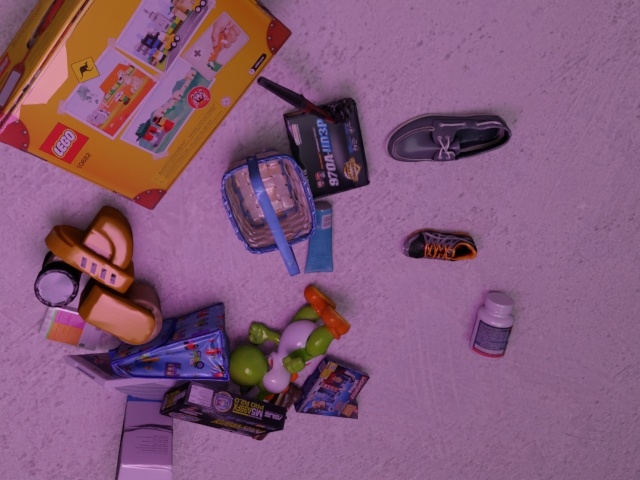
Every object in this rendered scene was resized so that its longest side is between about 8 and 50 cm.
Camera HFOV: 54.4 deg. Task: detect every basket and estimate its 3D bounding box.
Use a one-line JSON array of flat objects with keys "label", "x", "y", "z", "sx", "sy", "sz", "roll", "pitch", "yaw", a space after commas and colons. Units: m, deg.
[{"label": "basket", "x": -0.117, "y": -0.082, "z": 1.435, "sx": 0.201, "sy": 0.289, "sz": 0.254, "roll": -18, "pitch": 120, "yaw": 2}]

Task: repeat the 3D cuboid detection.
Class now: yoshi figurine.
[{"label": "yoshi figurine", "x": -0.110, "y": 0.286, "z": 1.660, "sx": 0.203, "sy": 0.203, "sz": 0.362, "roll": 44, "pitch": 94, "yaw": 6}]

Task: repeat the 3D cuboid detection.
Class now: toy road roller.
[{"label": "toy road roller", "x": -0.493, "y": 0.071, "z": 1.481, "sx": 0.329, "sy": 0.202, "sz": 0.240, "roll": 35, "pitch": 92, "yaw": -22}]

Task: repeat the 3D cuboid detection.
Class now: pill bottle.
[{"label": "pill bottle", "x": 0.507, "y": 0.250, "z": 1.829, "sx": 0.108, "sy": 0.108, "sz": 0.180, "roll": 2, "pitch": 114, "yaw": -13}]

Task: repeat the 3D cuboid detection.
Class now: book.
[{"label": "book", "x": -0.639, "y": 0.223, "z": 1.608, "sx": 0.144, "sy": 0.035, "sz": 0.096, "roll": 21, "pitch": 105, "yaw": -21}]

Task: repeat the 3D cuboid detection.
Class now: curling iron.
[{"label": "curling iron", "x": -0.032, "y": -0.315, "z": 1.381, "sx": 0.274, "sy": 0.035, "sz": 0.068, "roll": 11, "pitch": 121, "yaw": -41}]

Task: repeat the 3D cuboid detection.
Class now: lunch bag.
[{"label": "lunch bag", "x": -0.382, "y": 0.272, "z": 1.575, "sx": 0.293, "sy": 0.221, "sz": 0.138, "roll": -8, "pitch": 103, "yaw": -6}]

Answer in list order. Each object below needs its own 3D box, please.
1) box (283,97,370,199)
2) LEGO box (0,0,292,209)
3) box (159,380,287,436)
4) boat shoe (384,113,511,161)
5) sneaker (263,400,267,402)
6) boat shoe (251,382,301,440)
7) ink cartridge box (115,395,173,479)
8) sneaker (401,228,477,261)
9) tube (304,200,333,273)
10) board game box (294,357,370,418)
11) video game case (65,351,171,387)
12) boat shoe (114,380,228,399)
[{"label": "box", "x": 0.018, "y": -0.223, "z": 1.534, "sx": 0.175, "sy": 0.051, "sz": 0.220, "roll": -15, "pitch": 116, "yaw": -6}, {"label": "LEGO box", "x": -0.365, "y": -0.356, "z": 1.242, "sx": 0.500, "sy": 0.193, "sz": 0.372, "roll": -49, "pitch": 138, "yaw": 11}, {"label": "box", "x": -0.253, "y": 0.442, "z": 1.613, "sx": 0.270, "sy": 0.060, "sz": 0.216, "roll": 23, "pitch": 149, "yaw": -23}, {"label": "boat shoe", "x": 0.323, "y": -0.254, "z": 1.560, "sx": 0.319, "sy": 0.099, "sz": 0.116, "roll": -10, "pitch": 116, "yaw": -8}, {"label": "sneaker", "x": -0.191, "y": 0.435, "z": 1.786, "sx": 0.094, "sy": 0.080, "sz": 0.212, "roll": 30, "pitch": 96, "yaw": -17}, {"label": "boat shoe", "x": -0.128, "y": 0.510, "z": 1.829, "sx": 0.073, "sy": 0.073, "sz": 0.207, "roll": 27, "pitch": 107, "yaw": -20}, {"label": "ink cartridge box", "x": -0.469, "y": 0.571, "z": 1.651, "sx": 0.129, "sy": 0.307, "sz": 0.223, "roll": 9, "pitch": 112, "yaw": -17}, {"label": "sneaker", "x": 0.328, "y": 0.019, "z": 1.698, "sx": 0.215, "sy": 0.083, "sz": 0.084, "roll": -4, "pitch": 117, "yaw": -9}, {"label": "tube", "x": 0.000, "y": 0.000, "z": 1.639, "sx": 0.080, "sy": 0.052, "sz": 0.207, "roll": -1, "pitch": 120, "yaw": -7}, {"label": "board game box", "x": 0.051, "y": 0.448, "z": 1.848, "sx": 0.194, "sy": 0.060, "sz": 0.194, "roll": 25, "pitch": 107, "yaw": -23}, {"label": "video game case", "x": -0.498, "y": 0.318, "z": 1.558, "sx": 0.201, "sy": 0.183, "sz": 0.023, "roll": 8, "pitch": 96, "yaw": -52}, {"label": "boat shoe", "x": -0.403, "y": 0.372, "z": 1.696, "sx": 0.302, "sy": 0.094, "sz": 0.109, "roll": 8, "pitch": 139, "yaw": -17}]
